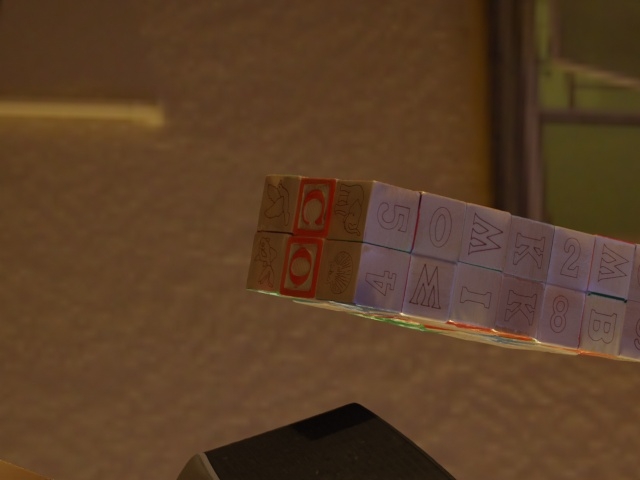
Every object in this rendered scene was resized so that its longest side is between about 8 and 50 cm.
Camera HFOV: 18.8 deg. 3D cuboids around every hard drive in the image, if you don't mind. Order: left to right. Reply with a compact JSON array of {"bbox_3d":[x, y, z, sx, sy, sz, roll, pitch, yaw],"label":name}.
[{"bbox_3d":[0.030,0.199,1.221,0.254,0.172,0.054,43,-42,44],"label":"hard drive"}]

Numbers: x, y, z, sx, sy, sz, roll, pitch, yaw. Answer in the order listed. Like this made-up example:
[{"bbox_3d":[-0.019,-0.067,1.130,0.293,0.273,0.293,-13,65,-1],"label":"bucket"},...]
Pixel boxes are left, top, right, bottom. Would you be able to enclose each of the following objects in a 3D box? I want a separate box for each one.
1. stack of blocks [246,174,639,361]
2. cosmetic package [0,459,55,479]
[{"bbox_3d":[0.094,0.023,1.429,0.171,0.297,0.087,4,-97,53],"label":"stack of blocks"},{"bbox_3d":[-0.292,0.253,1.879,0.041,0.115,0.060,45,63,-50],"label":"cosmetic package"}]
